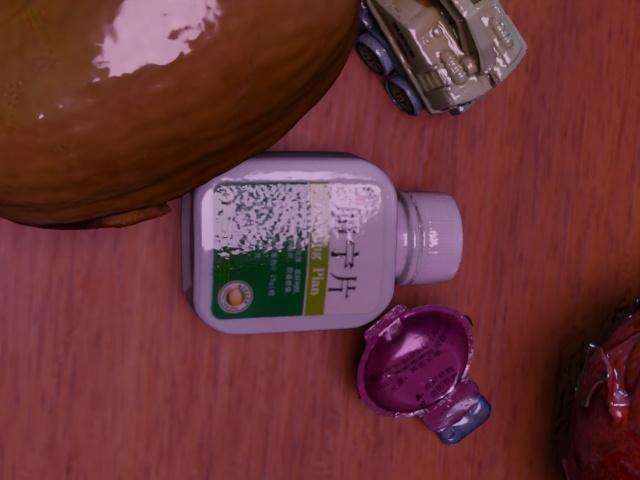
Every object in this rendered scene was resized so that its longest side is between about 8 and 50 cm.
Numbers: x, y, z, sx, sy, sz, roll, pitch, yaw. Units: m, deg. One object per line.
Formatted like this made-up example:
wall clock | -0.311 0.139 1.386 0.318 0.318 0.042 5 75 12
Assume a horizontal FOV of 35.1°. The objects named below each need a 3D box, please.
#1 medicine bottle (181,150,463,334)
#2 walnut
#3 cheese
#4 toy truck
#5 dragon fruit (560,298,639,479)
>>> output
medicine bottle | 0.000 0.000 0.685 0.183 0.069 0.119 -1 100 -17
walnut | -0.116 -0.118 0.578 0.298 0.203 0.203 -24 101 -14
cheese | 0.078 0.096 0.716 0.095 0.038 0.145 -39 126 -2
toy truck | 0.061 -0.170 0.664 0.085 0.116 0.191 -39 104 -11
dragon fruit | 0.288 0.152 0.703 0.241 0.241 0.252 -24 86 -13
